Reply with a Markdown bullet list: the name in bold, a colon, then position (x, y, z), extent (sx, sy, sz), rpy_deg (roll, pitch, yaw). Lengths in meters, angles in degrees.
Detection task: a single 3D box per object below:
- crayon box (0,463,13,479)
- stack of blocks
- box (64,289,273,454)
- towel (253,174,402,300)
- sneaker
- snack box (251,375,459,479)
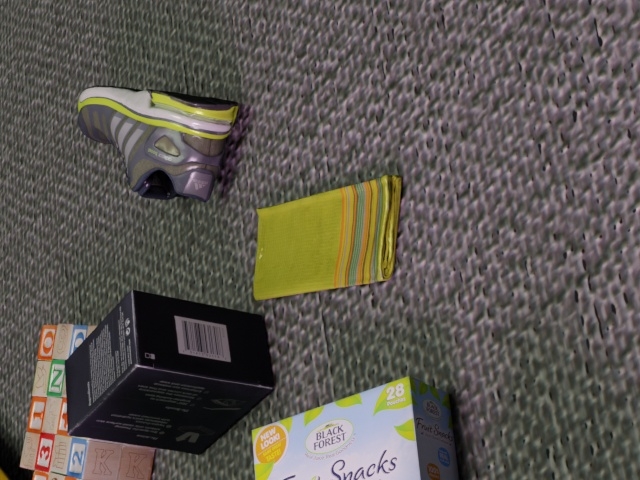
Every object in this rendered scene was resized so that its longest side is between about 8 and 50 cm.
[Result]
- **crayon box**: position (-0.465, 0.359, 2.098), extent (0.202, 0.081, 0.318), rpy_deg (-41, 32, -12)
- **stack of blocks**: position (-0.266, 0.248, 1.909), extent (0.171, 0.087, 0.297), rpy_deg (-4, 76, 57)
- **box**: position (-0.158, 0.137, 1.715), extent (0.158, 0.156, 0.093), rpy_deg (-44, 44, 41)
- **towel**: position (0.000, 0.000, 1.646), extent (0.237, 0.021, 0.102), rpy_deg (-12, 69, 56)
- **sneaker**: position (-0.201, -0.110, 1.922), extent (0.300, 0.111, 0.121), rpy_deg (11, 92, 60)
- **snack box**: position (0.033, 0.240, 1.421), extent (0.174, 0.070, 0.207), rpy_deg (-23, 57, 30)
